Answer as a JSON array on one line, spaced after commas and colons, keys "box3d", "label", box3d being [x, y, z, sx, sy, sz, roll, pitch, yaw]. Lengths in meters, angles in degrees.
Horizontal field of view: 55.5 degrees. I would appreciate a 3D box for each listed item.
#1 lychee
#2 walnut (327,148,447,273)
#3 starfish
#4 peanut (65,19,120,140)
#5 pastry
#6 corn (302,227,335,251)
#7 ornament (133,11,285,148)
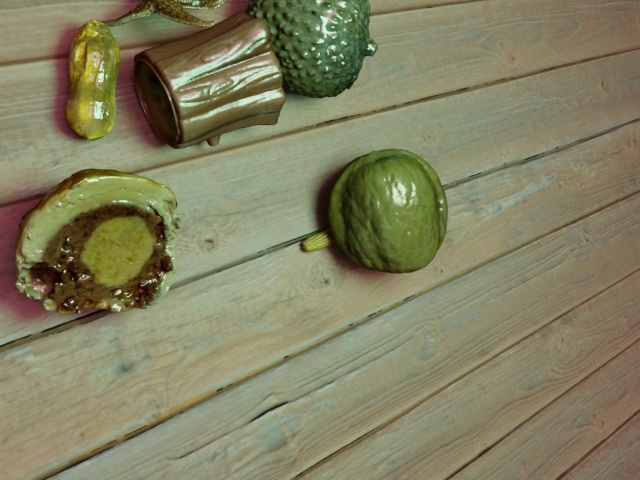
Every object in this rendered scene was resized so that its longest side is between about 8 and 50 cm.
[{"box3d": [-0.017, -0.420, 1.232, 0.274, 0.255, 0.256, 7, 82, 0], "label": "lychee"}, {"box3d": [0.144, -0.059, 1.310, 0.282, 0.227, 0.283, -2, 105, -6], "label": "walnut"}, {"box3d": [-0.284, -0.430, 1.095, 0.237, 0.057, 0.213, -26, 56, -19], "label": "starfish"}, {"box3d": [-0.397, -0.278, 1.063, 0.087, 0.087, 0.207, 4, 87, -32], "label": "peanut"}, {"box3d": [-0.370, -0.013, 1.010, 0.255, 0.170, 0.237, 1, 111, -33], "label": "pastry"}, {"box3d": [0.000, 0.000, 1.325, 0.092, 0.037, 0.037, -20, 98, -29], "label": "corn"}, {"box3d": [-0.211, -0.294, 1.121, 0.217, 0.235, 0.221, -28, 68, -27], "label": "ornament"}]
